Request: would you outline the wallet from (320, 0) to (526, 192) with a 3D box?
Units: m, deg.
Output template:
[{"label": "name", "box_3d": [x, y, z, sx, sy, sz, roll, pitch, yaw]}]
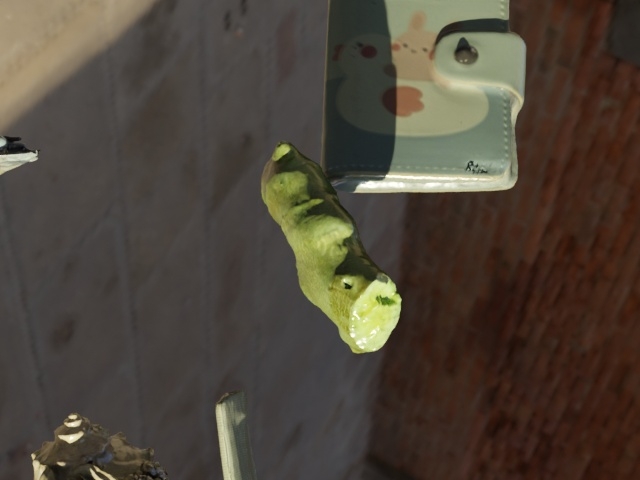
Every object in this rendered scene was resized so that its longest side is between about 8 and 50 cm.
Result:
[{"label": "wallet", "box_3d": [0.130, -0.214, 1.754, 0.083, 0.252, 0.360, 88, 5, -61]}]

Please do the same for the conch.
[{"label": "conch", "box_3d": [-0.241, 0.309, 1.548, 0.178, 0.163, 0.245, -33, 117, -56]}]

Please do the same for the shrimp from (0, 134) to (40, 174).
[{"label": "shrimp", "box_3d": [-0.474, -0.048, 1.610, 0.062, 0.317, 0.164, 37, 43, -88]}]

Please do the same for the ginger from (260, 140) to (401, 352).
[{"label": "ginger", "box_3d": [0.001, 0.003, 1.547, 0.089, 0.290, 0.137, -31, 149, 0]}]

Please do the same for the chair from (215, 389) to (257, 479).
[{"label": "chair", "box_3d": [-0.107, 0.328, 1.392, 0.186, 0.319, 0.160, -22, 173, 5]}]
